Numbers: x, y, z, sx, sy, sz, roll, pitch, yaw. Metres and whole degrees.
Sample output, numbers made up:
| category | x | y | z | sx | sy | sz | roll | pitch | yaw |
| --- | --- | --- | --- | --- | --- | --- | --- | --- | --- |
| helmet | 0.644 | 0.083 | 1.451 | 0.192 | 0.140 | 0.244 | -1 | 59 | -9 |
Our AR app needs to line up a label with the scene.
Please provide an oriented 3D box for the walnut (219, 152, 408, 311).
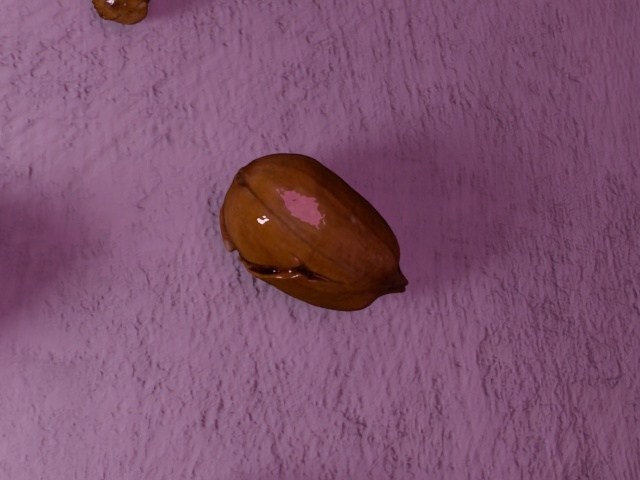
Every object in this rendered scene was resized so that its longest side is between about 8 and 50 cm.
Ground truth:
| category | x | y | z | sx | sy | sz | roll | pitch | yaw |
| --- | --- | --- | --- | --- | --- | --- | --- | --- | --- |
| walnut | 0.000 | 0.000 | 1.287 | 0.336 | 0.209 | 0.209 | 31 | 67 | -17 |

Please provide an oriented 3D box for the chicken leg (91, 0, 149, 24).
| category | x | y | z | sx | sy | sz | roll | pitch | yaw |
| --- | --- | --- | --- | --- | --- | --- | --- | --- | --- |
| chicken leg | -0.357 | -0.436 | 1.285 | 0.251 | 0.087 | 0.107 | 41 | 53 | -5 |
